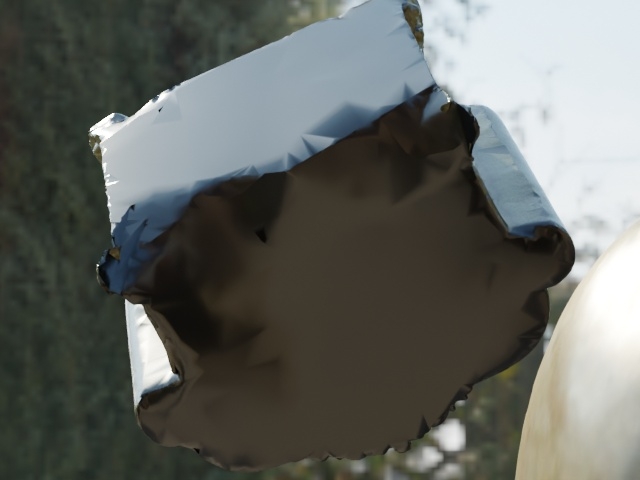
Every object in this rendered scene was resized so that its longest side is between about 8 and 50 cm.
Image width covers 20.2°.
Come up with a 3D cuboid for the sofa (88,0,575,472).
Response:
[{"bbox_3d":[0.000,0.000,1.047,0.258,0.182,0.200,-24,31,3],"label":"sofa"}]

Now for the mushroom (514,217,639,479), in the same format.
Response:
[{"bbox_3d":[0.225,0.115,0.693,0.290,0.297,0.297,-1,-9,-7],"label":"mushroom"}]
